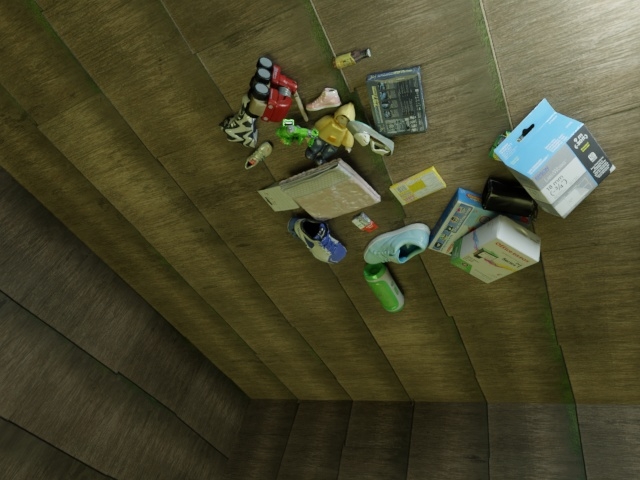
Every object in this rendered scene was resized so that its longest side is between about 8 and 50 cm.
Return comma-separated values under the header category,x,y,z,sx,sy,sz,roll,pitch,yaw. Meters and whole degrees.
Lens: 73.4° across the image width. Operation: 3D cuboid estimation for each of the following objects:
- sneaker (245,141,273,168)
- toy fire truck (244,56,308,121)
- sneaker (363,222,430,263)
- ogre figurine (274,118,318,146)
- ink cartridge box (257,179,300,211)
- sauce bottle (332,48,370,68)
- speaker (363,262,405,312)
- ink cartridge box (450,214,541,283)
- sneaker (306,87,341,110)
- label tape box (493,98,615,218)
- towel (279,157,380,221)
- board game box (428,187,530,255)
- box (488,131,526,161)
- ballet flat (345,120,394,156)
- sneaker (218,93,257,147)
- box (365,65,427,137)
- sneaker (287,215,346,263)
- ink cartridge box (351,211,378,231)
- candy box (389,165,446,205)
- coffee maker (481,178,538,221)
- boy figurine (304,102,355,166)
category,x,y,z,sx,sy,sz,roll,pitch,yaw
sneaker,-0.266,-0.356,1.836,0.161,0.075,0.057,-27,121,38
toy fire truck,-0.137,-0.506,1.556,0.247,0.216,0.158,14,145,-19
sneaker,0.334,0.047,1.985,0.135,0.150,0.366,40,133,-20
ogre figurine,-0.101,-0.412,1.655,0.118,0.197,0.096,9,113,-30
ink cartridge box,-0.189,-0.204,2.006,0.179,0.045,0.145,-2,137,46
sauce bottle,0.105,-0.619,1.461,0.128,0.042,0.042,-7,131,28
speaker,0.329,0.240,2.204,0.131,0.131,0.296,-13,129,30
ink cartridge box,0.693,0.042,1.714,0.202,0.117,0.278,28,149,-10
sneaker,0.004,-0.526,1.588,0.135,0.050,0.070,-4,131,18
label tape box,0.791,-0.271,1.452,0.334,0.106,0.240,39,99,-22
towel,0.040,-0.202,1.848,0.332,0.053,0.317,-16,144,34
board game box,0.661,-0.043,1.825,0.302,0.086,0.308,19,137,0
box,0.712,-0.326,1.550,0.179,0.043,0.105,14,137,2
ballet flat,0.184,-0.368,1.574,0.213,0.068,0.072,20,156,-27
sneaker,-0.336,-0.481,1.717,0.153,0.094,0.234,7,147,1
box,0.273,-0.484,1.527,0.184,0.059,0.232,-3,134,22
sneaker,-0.001,-0.001,2.021,0.316,0.127,0.182,38,166,-19
ink cartridge box,0.207,-0.076,1.991,0.115,0.029,0.063,40,133,-21
candy box,0.400,-0.223,1.775,0.206,0.027,0.105,-23,126,36
coffee maker,0.716,-0.157,1.627,0.179,0.171,0.120,10,110,6
boy figurine,0.056,-0.408,1.662,0.177,0.092,0.285,34,138,-12
